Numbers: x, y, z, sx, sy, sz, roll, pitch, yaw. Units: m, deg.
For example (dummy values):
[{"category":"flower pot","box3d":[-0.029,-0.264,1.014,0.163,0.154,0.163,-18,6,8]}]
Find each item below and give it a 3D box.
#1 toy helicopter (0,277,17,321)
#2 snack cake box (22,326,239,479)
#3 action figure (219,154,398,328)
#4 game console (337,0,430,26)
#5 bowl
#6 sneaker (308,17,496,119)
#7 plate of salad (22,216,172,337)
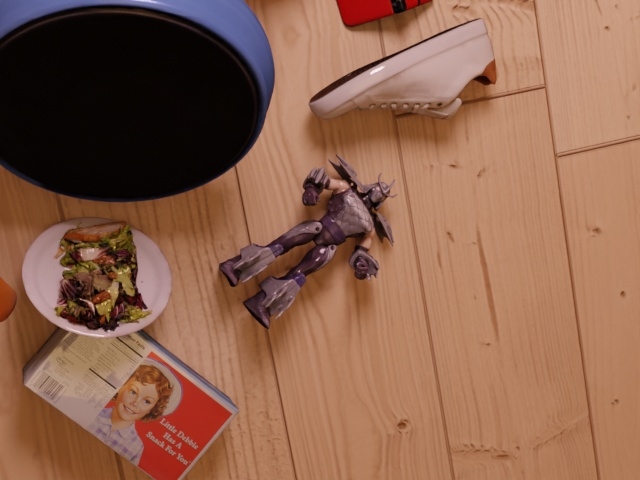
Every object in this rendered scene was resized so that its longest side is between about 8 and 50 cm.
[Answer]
[{"category":"toy helicopter","box3d":[-0.501,0.031,1.303,0.235,0.355,0.140,20,93,0]},{"category":"snack cake box","box3d":[-0.266,0.211,1.535,0.264,0.089,0.152,41,85,-17]},{"category":"action figure","box3d":[0.000,0.000,1.572,0.285,0.099,0.185,-37,101,-10]},{"category":"game console","box3d":[0.083,-0.396,1.573,0.124,0.085,0.144,-30,108,-41]},{"category":"bowl","box3d":[-0.249,-0.181,1.350,0.391,0.391,0.077,4,54,-16]},{"category":"sneaker","box3d":[0.129,-0.213,1.565,0.290,0.106,0.123,-24,102,-12]},{"category":"plate of salad","box3d":[-0.296,0.041,1.463,0.200,0.200,0.048,8,140,-16]}]
